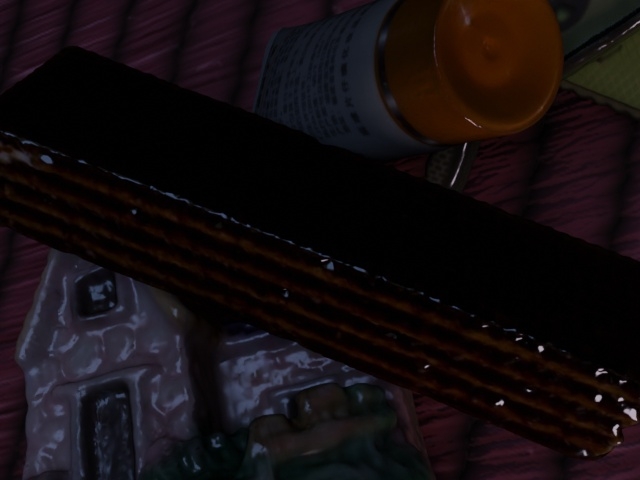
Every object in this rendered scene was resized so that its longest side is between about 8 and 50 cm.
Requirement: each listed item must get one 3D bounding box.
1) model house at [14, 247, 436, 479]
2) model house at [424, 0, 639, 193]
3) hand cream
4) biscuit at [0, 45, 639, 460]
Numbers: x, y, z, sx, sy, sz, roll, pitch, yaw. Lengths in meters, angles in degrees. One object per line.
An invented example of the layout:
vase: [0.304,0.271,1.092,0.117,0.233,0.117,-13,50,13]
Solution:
model house: [-0.061,0.081,0.548,0.236,0.202,0.238,-17,65,12]
model house: [0.189,-0.124,0.543,0.218,0.205,0.279,28,120,24]
hand cream: [0.013,-0.093,0.560,0.314,0.089,0.140,9,84,60]
biscuit: [0.000,0.000,0.482,0.388,0.107,0.073,22,129,5]
